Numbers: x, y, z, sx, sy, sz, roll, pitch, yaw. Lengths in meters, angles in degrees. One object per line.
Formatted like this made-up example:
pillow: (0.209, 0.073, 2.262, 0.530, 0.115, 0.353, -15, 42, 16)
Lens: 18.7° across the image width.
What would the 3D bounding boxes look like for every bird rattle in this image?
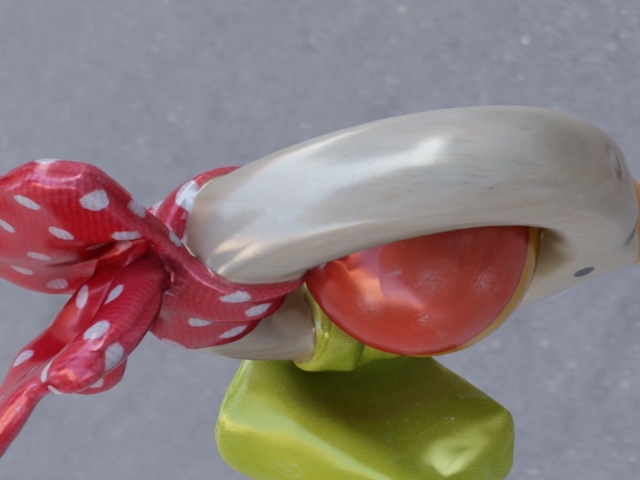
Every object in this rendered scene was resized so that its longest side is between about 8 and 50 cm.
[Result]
bird rattle: (0.000, 0.000, 0.656, 0.207, 0.253, 0.143, -23, 61, 22)
